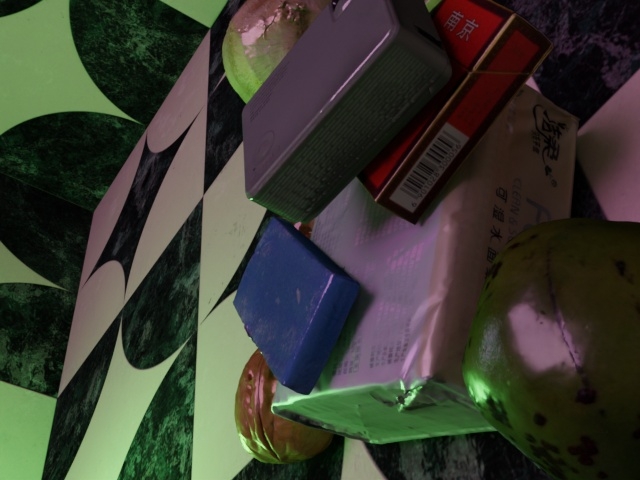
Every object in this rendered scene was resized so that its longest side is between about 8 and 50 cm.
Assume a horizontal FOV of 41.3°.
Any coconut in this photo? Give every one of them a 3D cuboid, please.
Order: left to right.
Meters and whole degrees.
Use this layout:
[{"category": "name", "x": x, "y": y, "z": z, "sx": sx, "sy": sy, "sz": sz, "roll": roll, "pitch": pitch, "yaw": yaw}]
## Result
[{"category": "coconut", "x": -0.042, "y": -0.379, "z": 1.691, "sx": 0.254, "sy": 0.297, "sz": 0.297, "roll": -4, "pitch": 64, "yaw": 65}]

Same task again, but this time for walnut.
[{"category": "walnut", "x": -0.048, "y": 0.237, "z": 1.285, "sx": 0.165, "sy": 0.165, "sz": 0.197, "roll": -27, "pitch": 48, "yaw": 54}]

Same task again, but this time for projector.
[{"category": "projector", "x": 0.022, "y": -0.164, "z": 0.952, "sx": 0.257, "sy": 0.099, "sz": 0.192, "roll": -46, "pitch": 33, "yaw": 28}]

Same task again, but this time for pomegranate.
[{"category": "pomegranate", "x": 0.243, "y": 0.101, "z": 0.746, "sx": 0.270, "sy": 0.254, "sz": 0.254, "roll": 142, "pitch": 148, "yaw": -75}]

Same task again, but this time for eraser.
[{"category": "eraser", "x": -0.042, "y": 0.068, "z": 1.071, "sx": 0.144, "sy": 0.042, "sz": 0.312, "roll": -65, "pitch": 21, "yaw": 7}]

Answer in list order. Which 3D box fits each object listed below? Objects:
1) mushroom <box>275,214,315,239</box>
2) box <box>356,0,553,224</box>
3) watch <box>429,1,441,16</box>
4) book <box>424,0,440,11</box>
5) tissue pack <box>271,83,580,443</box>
[{"category": "mushroom", "x": 0.010, "y": 0.007, "z": 1.431, "sx": 0.194, "sy": 0.138, "sz": 0.231, "roll": -49, "pitch": 37, "yaw": 2}, {"category": "box", "x": 0.128, "y": -0.154, "z": 0.940, "sx": 0.240, "sy": 0.074, "sz": 0.153, "roll": -53, "pitch": 25, "yaw": 14}, {"category": "watch", "x": 0.189, "y": -0.362, "z": 1.473, "sx": 0.195, "sy": 0.068, "sz": 0.237, "roll": -1, "pitch": 68, "yaw": 62}, {"category": "book", "x": 0.171, "y": -0.456, "z": 1.478, "sx": 0.201, "sy": 0.026, "sz": 0.289, "roll": -39, "pitch": 28, "yaw": 43}, {"category": "tissue pack", "x": 0.131, "y": 0.032, "z": 1.059, "sx": 0.332, "sy": 0.205, "sz": 0.405, "roll": -26, "pitch": 45, "yaw": 54}]
